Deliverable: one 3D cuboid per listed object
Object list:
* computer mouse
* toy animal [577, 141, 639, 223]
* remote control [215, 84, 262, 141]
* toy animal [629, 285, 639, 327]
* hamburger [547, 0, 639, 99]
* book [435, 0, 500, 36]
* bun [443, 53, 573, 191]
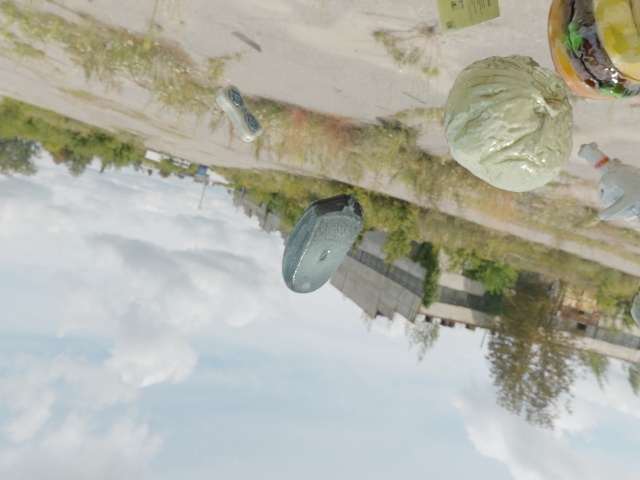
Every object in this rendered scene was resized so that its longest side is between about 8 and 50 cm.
[{"bbox_3d":[-0.003,-0.002,0.752,0.113,0.228,0.068,7,-145,-35],"label":"computer mouse"},{"bbox_3d":[0.710,-0.104,0.976,0.141,0.138,0.282,3,-146,-42],"label":"toy animal"},{"bbox_3d":[-0.173,-0.273,0.907,0.032,0.122,0.074,-22,-158,30],"label":"remote control"},{"bbox_3d":[0.817,0.236,0.866,0.181,0.181,0.362,8,-135,-42],"label":"toy animal"},{"bbox_3d":[0.834,-0.610,1.188,0.396,0.395,0.277,15,171,-23],"label":"hamburger"},{"bbox_3d":[0.494,-0.804,1.427,0.193,0.167,0.013,-10,-142,23],"label":"book"},{"bbox_3d":[0.493,-0.302,1.063,0.349,0.352,0.227,-13,173,-30],"label":"bun"}]
